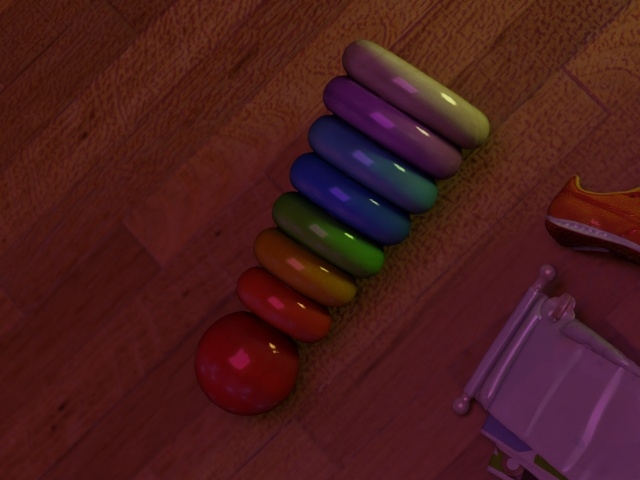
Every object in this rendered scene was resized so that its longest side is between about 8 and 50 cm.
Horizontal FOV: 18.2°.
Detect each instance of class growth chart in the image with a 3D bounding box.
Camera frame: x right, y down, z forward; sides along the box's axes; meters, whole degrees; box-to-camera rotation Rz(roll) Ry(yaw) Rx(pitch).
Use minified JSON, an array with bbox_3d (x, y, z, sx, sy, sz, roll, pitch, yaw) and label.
[{"bbox_3d":[0.206,0.153,1.599,0.237,0.021,0.172,45,106,33],"label":"growth chart"}]

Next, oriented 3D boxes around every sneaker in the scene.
[{"bbox_3d":[0.270,-0.009,1.632,0.175,0.064,0.067,23,74,19],"label":"sneaker"}]

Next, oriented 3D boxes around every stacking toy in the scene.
[{"bbox_3d":[0.000,0.000,1.690,0.141,0.141,0.330,35,95,22],"label":"stacking toy"}]
